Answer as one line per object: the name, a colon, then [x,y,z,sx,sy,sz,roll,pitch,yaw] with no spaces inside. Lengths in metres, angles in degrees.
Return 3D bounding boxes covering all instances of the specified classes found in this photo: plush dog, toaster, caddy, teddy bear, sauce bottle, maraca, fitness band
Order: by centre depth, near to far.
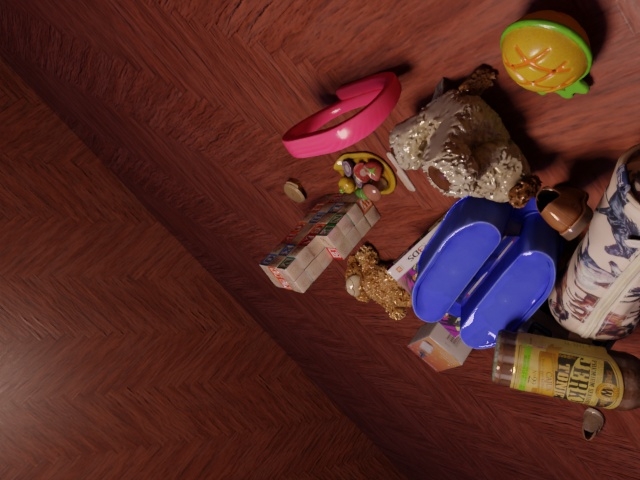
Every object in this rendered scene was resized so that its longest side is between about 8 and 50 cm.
maraca: [0.329,-0.260,0.769,0.127,0.099,0.186,25,176,35]
plush dog: [0.281,-0.157,0.950,0.225,0.210,0.262,38,-173,-27]
sauce bottle: [0.493,0.242,0.959,0.344,0.111,0.111,7,142,20]
fitness band: [0.041,-0.245,1.058,0.291,0.209,0.054,1,135,55]
caddy: [0.338,0.054,1.095,0.241,0.179,0.341,30,126,4]
toaster: [0.529,0.178,1.105,0.168,0.186,0.110,37,153,28]
teddy bear: [0.186,0.131,1.573,0.338,0.113,0.245,19,145,39]

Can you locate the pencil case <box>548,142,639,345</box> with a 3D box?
pencil case: [0.503,0.026,0.872,0.160,0.183,0.410,29,153,24]

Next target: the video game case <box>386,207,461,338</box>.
video game case: [0.308,0.077,1.228,0.232,0.210,0.042,45,-165,-4]

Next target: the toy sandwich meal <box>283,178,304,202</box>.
toy sandwich meal: [-0.076,-0.150,1.592,0.086,0.029,0.085,31,157,15]

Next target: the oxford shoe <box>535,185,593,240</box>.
oxford shoe: [0.397,-0.067,0.890,0.076,0.212,0.076,38,111,5]

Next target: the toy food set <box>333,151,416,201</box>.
toy food set: [0.108,-0.145,1.287,0.218,0.071,0.128,5,137,51]

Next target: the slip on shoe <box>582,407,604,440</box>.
slip on shoe: [0.746,0.508,1.462,0.051,0.041,0.135,25,150,32]

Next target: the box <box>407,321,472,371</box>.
box: [0.371,0.321,1.638,0.130,0.091,0.170,40,155,3]

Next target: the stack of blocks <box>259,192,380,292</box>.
stack of blocks: [0.000,0.000,1.405,0.171,0.297,0.087,5,136,53]
